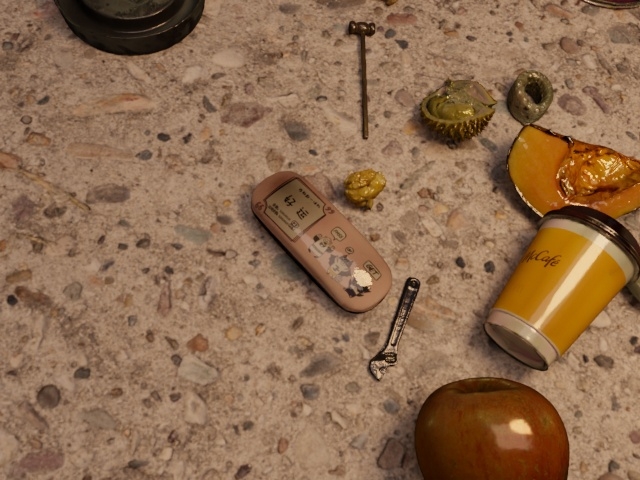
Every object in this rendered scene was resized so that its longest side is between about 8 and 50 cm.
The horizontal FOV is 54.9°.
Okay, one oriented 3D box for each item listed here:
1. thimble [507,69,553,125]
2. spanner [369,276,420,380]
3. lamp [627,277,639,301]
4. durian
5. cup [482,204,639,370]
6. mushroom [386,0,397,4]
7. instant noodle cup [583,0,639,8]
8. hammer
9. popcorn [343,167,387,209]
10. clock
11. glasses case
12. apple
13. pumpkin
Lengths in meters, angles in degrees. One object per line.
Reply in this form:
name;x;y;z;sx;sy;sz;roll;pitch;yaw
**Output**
thimble;0.447;-0.303;1.314;0.084;0.062;0.110;8;67;0
spanner;0.137;0.156;1.117;0.046;0.012;0.208;22;67;4
lamp;0.605;0.044;1.176;0.106;0.106;0.193;-37;66;-19
durian;0.277;-0.272;1.273;0.146;0.102;0.208;-12;43;7
cup;0.422;0.082;1.094;0.196;0.196;0.279;40;77;10
mushroom;0.092;-0.589;1.402;0.202;0.054;0.059;17;61;6
instant noodle cup;0.717;-0.757;1.423;0.340;0.266;0.340;2;66;-5
hammer;0.091;-0.345;1.313;0.058;0.029;0.292;2;69;-4
popcorn;0.078;-0.105;1.191;0.084;0.084;0.084;2;68;-6
clock;-0.403;-0.537;1.311;0.319;0.066;0.319;2;68;-6
glasses case;0.000;0.000;1.130;0.122;0.075;0.314;-38;76;-22
apple;0.260;0.322;0.945;0.237;0.237;0.207;-8;88;-10
pumpkin;0.520;-0.110;1.229;0.312;0.148;0.169;21;104;13
